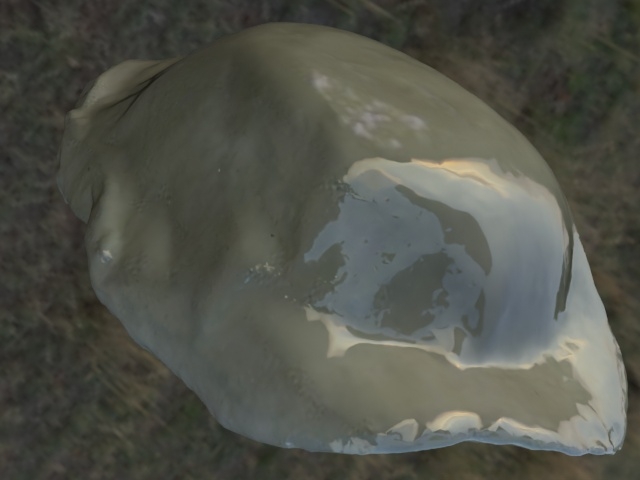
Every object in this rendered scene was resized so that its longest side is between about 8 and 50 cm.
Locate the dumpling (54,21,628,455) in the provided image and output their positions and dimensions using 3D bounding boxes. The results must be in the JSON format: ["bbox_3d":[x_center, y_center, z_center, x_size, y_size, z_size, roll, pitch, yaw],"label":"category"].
[{"bbox_3d":[0.000,0.000,0.476,0.162,0.250,0.132,-26,145,-48],"label":"dumpling"}]
